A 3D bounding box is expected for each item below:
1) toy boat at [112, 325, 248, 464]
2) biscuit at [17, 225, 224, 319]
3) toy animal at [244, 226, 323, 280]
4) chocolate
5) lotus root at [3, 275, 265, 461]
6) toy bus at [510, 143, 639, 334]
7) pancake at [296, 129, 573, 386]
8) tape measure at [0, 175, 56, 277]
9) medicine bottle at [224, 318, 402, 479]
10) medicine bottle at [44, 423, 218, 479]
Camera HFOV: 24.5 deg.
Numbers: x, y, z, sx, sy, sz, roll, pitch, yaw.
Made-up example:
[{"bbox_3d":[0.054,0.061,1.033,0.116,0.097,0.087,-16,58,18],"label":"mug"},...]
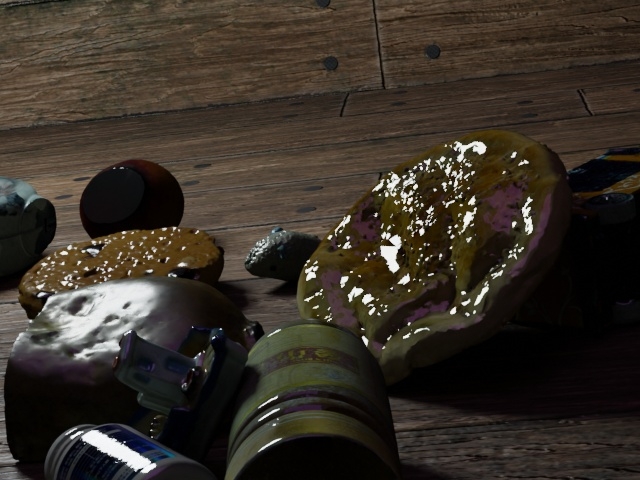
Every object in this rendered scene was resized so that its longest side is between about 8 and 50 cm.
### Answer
[{"bbox_3d":[-0.153,0.152,1.427,0.115,0.262,0.114,19,52,-7],"label":"toy boat"},{"bbox_3d":[-0.277,0.058,2.066,0.296,0.075,0.296,-7,20,2],"label":"biscuit"},{"bbox_3d":[0.006,0.008,2.111,0.253,0.079,0.070,-18,40,-29],"label":"toy animal"},{"bbox_3d":[-0.295,-0.050,2.366,0.177,0.176,0.177,-7,15,2],"label":"chocolate"},{"bbox_3d":[-0.185,0.129,1.634,0.260,0.149,0.267,-4,18,16],"label":"lotus root"},{"bbox_3d":[0.364,-0.010,1.852,0.194,0.161,0.323,3,20,43],"label":"toy bus"},{"bbox_3d":[0.129,0.009,1.726,0.387,0.082,0.387,-30,31,20],"label":"pancake"},{"bbox_3d":[-0.565,-0.017,2.358,0.275,0.147,0.256,-12,17,-33],"label":"tape measure"},{"bbox_3d":[-0.008,0.183,1.323,0.151,0.151,0.322,-7,15,0],"label":"medicine bottle"},{"bbox_3d":[-0.174,0.227,1.326,0.107,0.107,0.191,-17,17,-32],"label":"medicine bottle"}]
